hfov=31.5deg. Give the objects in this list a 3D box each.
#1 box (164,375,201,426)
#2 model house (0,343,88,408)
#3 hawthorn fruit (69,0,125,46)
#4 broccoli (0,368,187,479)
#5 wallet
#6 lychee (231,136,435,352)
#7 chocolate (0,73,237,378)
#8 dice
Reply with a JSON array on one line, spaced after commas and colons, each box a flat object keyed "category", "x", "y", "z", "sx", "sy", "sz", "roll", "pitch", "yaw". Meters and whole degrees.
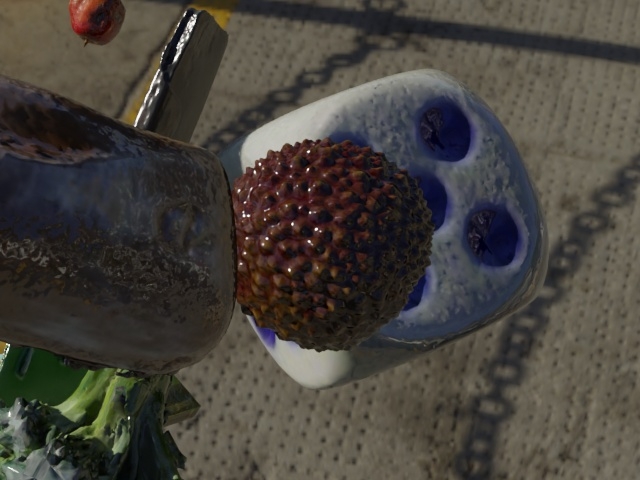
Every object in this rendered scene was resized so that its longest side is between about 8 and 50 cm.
[{"category": "box", "x": -0.276, "y": 0.195, "z": 1.662, "sx": 0.193, "sy": 0.030, "sz": 0.121, "roll": 46, "pitch": 25, "yaw": 20}, {"category": "model house", "x": -0.421, "y": 0.246, "z": 1.414, "sx": 0.313, "sy": 0.242, "sz": 0.357, "roll": -3, "pitch": 63, "yaw": 33}, {"category": "hawthorn fruit", "x": -0.338, "y": -0.333, "z": 1.701, "sx": 0.093, "sy": 0.093, "sz": 0.093, "roll": 0, "pitch": 47, "yaw": 0}, {"category": "broccoli", "x": -0.143, "y": 0.147, "z": 0.889, "sx": 0.198, "sy": 0.177, "sz": 0.275, "roll": 35, "pitch": 69, "yaw": 23}, {"category": "wallet", "x": -0.205, "y": -0.157, "z": 1.534, "sx": 0.042, "sy": 0.165, "sz": 0.309, "roll": 22, "pitch": 87, "yaw": 10}, {"category": "lychee", "x": 0.000, "y": 0.000, "z": 0.954, "sx": 0.188, "sy": 0.188, "sz": 0.188, "roll": 0, "pitch": 47, "yaw": 0}, {"category": "chocolate", "x": -0.143, "y": -0.019, "z": 0.628, "sx": 0.261, "sy": 0.083, "sz": 0.161, "roll": 15, "pitch": 57, "yaw": -37}, {"category": "dice", "x": 0.063, "y": -0.016, "z": 1.343, "sx": 0.304, "sy": 0.277, "sz": 0.304, "roll": -22, "pitch": 89, "yaw": -26}]
